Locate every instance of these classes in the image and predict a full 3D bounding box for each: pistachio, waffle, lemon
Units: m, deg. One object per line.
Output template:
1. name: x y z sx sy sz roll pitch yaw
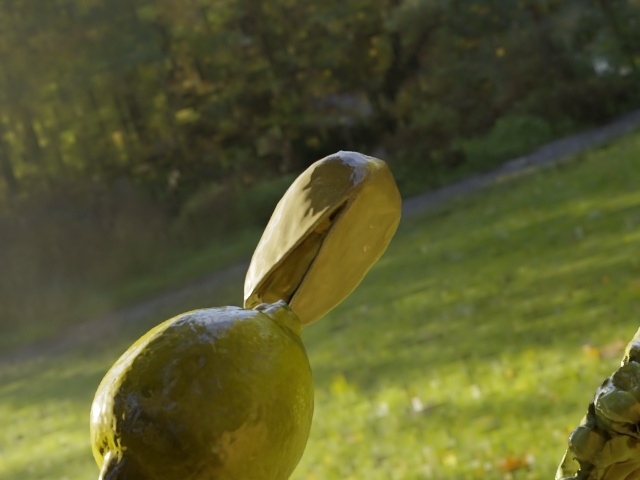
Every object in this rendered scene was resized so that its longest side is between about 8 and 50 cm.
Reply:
1. pistachio: 0.000 0.000 1.953 0.223 0.126 0.152 -53 -6 6
2. waffle: 0.297 0.128 1.526 0.317 0.073 0.297 -43 -22 -27
3. lemon: -0.098 0.153 1.572 0.248 0.184 0.184 -45 18 -27
